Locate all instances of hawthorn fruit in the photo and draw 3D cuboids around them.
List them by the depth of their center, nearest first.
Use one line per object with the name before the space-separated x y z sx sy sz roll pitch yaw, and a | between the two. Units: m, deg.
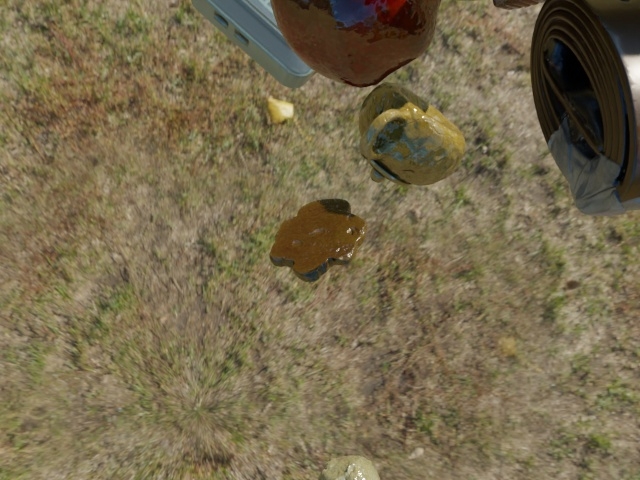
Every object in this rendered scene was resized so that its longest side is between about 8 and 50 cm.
hawthorn fruit | 0.041 -0.378 1.139 0.254 0.300 0.254 -15 49 18

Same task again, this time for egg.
egg | 0.044 0.422 1.323 0.116 0.118 0.140 48 44 -5

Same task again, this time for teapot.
teapot | 0.141 -0.171 1.417 0.203 0.311 0.167 44 109 15

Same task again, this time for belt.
belt | 0.360 -0.176 0.973 0.122 0.217 0.339 -2 47 -7

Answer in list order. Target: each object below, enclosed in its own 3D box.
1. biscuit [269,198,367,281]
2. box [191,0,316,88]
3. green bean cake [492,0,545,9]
biscuit | 0.000 0.000 1.759 0.208 0.041 0.290 -3 37 16
box | -0.091 -0.605 2.002 0.373 0.090 0.367 42 58 0
green bean cake | 0.422 -0.554 1.638 0.056 0.135 0.135 3 93 -33
